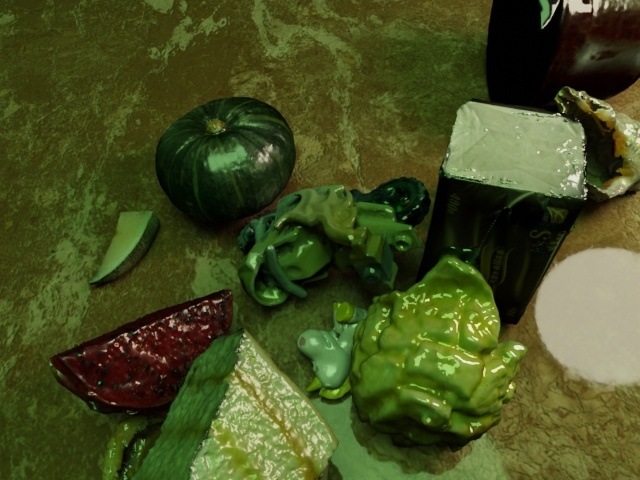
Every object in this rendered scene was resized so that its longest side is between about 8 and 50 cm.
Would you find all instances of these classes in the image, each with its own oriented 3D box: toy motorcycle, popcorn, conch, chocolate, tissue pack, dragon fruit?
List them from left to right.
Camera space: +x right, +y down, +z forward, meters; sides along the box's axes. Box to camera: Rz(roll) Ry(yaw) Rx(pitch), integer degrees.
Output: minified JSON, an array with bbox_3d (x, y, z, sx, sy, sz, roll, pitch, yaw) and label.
[{"bbox_3d":[-0.302,0.211,0.908,0.316,0.205,0.152,-21,94,-41],"label":"dragon fruit"},{"bbox_3d":[0.000,0.000,0.964,0.409,0.169,0.237,-12,44,30],"label":"toy motorcycle"},{"bbox_3d":[0.183,0.202,0.826,0.292,0.293,0.237,1,51,4],"label":"popcorn"},{"bbox_3d":[0.288,-0.030,0.895,0.209,0.370,0.198,9,54,10],"label":"tissue pack"},{"bbox_3d":[0.575,-0.465,1.164,0.330,0.384,0.384,3,57,3],"label":"chocolate"},{"bbox_3d":[0.567,-0.187,1.093,0.291,0.159,0.210,37,83,-7],"label":"conch"}]

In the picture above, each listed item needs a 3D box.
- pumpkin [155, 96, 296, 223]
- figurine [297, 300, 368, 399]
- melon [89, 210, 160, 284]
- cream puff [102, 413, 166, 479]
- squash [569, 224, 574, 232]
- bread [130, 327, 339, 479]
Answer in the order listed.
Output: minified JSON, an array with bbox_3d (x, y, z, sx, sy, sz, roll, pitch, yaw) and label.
[{"bbox_3d":[-0.194,-0.169,1.109,0.299,0.207,0.300,-10,45,10],"label":"pumpkin"},{"bbox_3d":[0.030,0.194,0.931,0.129,0.109,0.178,45,72,3],"label":"figurine"},{"bbox_3d":[-0.410,0.017,1.092,0.097,0.054,0.182,3,57,12],"label":"melon"},{"bbox_3d":[-0.290,0.345,0.835,0.104,0.120,0.133,4,43,32],"label":"cream puff"},{"bbox_3d":[0.391,-0.077,1.056,0.246,0.133,0.133,19,60,13],"label":"squash"},{"bbox_3d":[-0.112,0.357,0.730,0.263,0.239,0.396,33,59,-16],"label":"bread"}]
